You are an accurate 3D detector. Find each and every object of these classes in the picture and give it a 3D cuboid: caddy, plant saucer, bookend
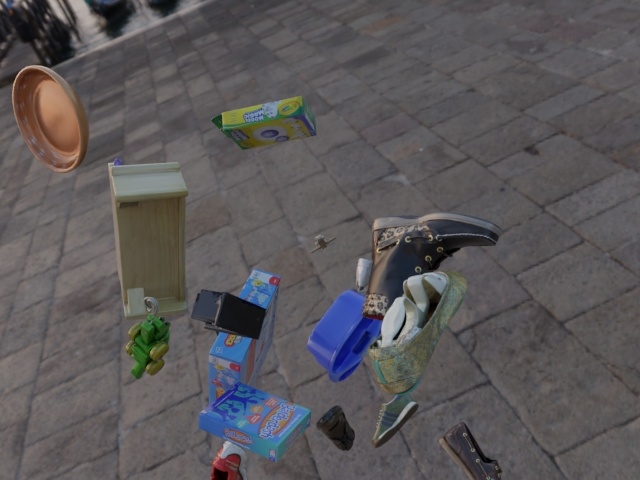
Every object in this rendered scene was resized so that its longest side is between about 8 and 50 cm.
[{"bbox_3d":[0.112,0.348,2.164,0.179,0.241,0.341,28,71,30],"label":"caddy"},{"bbox_3d":[-0.498,-0.226,1.119,0.200,0.199,0.037,4,24,35],"label":"plant saucer"},{"bbox_3d":[-0.228,0.155,1.302,0.156,0.157,0.072,6,74,30],"label":"bookend"}]

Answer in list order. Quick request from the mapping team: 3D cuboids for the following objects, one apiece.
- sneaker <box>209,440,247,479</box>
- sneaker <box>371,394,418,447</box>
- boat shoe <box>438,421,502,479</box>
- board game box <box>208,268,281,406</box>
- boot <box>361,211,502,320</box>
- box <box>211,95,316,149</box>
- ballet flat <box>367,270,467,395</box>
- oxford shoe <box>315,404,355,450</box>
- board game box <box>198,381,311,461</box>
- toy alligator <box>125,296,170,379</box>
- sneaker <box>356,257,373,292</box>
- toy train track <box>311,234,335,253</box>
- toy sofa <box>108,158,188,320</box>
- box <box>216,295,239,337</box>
[{"bbox_3d":[-0.304,0.737,1.881,0.107,0.278,0.118,24,45,21],"label":"sneaker"},{"bbox_3d":[0.214,0.549,1.865,0.192,0.064,0.086,-49,53,7],"label":"sneaker"},{"bbox_3d":[0.338,0.478,1.246,0.073,0.073,0.207,-39,70,3],"label":"boat shoe"},{"bbox_3d":[-0.208,0.290,1.654,0.086,0.308,0.301,17,45,6],"label":"board game box"},{"bbox_3d":[0.267,0.077,1.537,0.378,0.138,0.284,1,71,40],"label":"boot"},{"bbox_3d":[-0.107,-0.219,1.138,0.179,0.105,0.043,-8,76,13],"label":"box"},{"bbox_3d":[0.185,0.134,1.127,0.123,0.123,0.348,1,34,33],"label":"ballet flat"},{"bbox_3d":[0.051,0.487,1.540,0.083,0.227,0.096,-42,61,-9],"label":"oxford shoe"},{"bbox_3d":[-0.150,0.416,1.392,0.210,0.047,0.160,15,21,23],"label":"board game box"},{"bbox_3d":[-0.237,0.134,0.859,0.056,0.189,0.051,38,41,15],"label":"toy alligator"},{"bbox_3d":[0.138,0.114,1.789,0.080,0.212,0.094,13,83,17],"label":"sneaker"},{"bbox_3d":[0.000,0.000,0.999,0.048,0.014,0.083,-32,-12,-1],"label":"toy train track"},{"bbox_3d":[-0.392,-0.007,1.378,0.150,0.362,0.177,-6,37,-20],"label":"toy sofa"},{"bbox_3d":[-0.274,0.283,1.964,0.093,0.158,0.156,-16,14,10],"label":"box"}]
